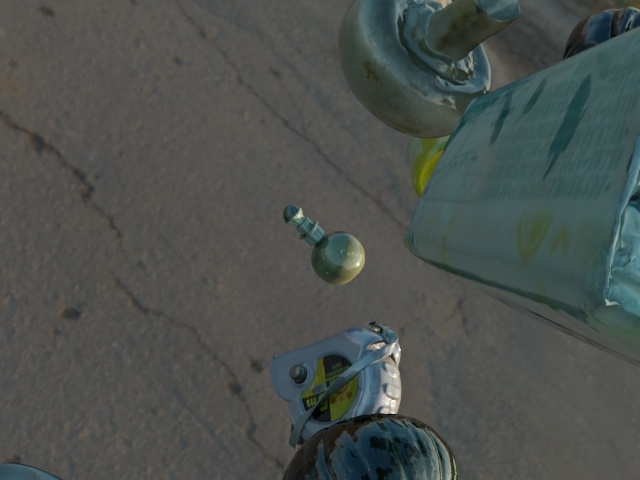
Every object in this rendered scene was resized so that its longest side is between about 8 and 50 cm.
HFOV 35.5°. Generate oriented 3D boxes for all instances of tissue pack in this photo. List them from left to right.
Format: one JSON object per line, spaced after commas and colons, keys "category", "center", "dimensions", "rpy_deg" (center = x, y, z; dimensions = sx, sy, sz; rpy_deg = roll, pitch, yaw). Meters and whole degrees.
{"category": "tissue pack", "center": [0.229, 0.008, 0.569], "dimensions": [0.287, 0.162, 0.388], "rpy_deg": [22, 0, -5]}

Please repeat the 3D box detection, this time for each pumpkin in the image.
{"category": "pumpkin", "center": [0.062, 0.331, 1.352], "dimensions": [0.250, 0.250, 0.216], "rpy_deg": [13, 46, -30]}

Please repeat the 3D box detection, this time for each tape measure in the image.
{"category": "tape measure", "center": [0.032, 0.243, 1.587], "dimensions": [0.120, 0.236, 0.197], "rpy_deg": [30, 44, -45]}

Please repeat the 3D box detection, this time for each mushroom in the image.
{"category": "mushroom", "center": [0.134, -0.231, 1.163], "dimensions": [0.207, 0.215, 0.207], "rpy_deg": [18, 58, -32]}

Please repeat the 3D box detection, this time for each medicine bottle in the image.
{"category": "medicine bottle", "center": [0.196, -0.139, 1.592], "dimensions": [0.122, 0.122, 0.212], "rpy_deg": [26, 23, -15]}

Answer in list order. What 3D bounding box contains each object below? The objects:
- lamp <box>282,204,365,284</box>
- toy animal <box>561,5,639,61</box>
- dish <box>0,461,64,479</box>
{"category": "lamp", "center": [0.000, 0.000, 1.665], "dimensions": [0.163, 0.091, 0.091], "rpy_deg": [45, 33, -14]}
{"category": "toy animal", "center": [0.330, -0.166, 1.200], "dimensions": [0.106, 0.168, 0.343], "rpy_deg": [20, 0, 12]}
{"category": "dish", "center": [-0.408, 0.476, 1.483], "dimensions": [0.316, 0.316, 0.106], "rpy_deg": [37, 43, 1]}
